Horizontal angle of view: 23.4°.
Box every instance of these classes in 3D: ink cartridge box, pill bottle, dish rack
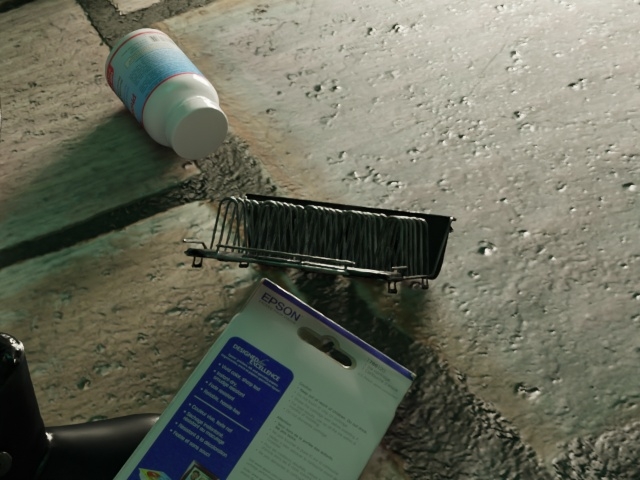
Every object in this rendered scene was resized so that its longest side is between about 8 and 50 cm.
[{"bbox_3d":[-0.065,0.193,1.249,0.165,0.065,0.333,33,51,5],"label":"ink cartridge box"},{"bbox_3d":[-0.164,-0.156,1.668,0.087,0.087,0.160,-23,45,-18],"label":"pill bottle"},{"bbox_3d":[0.000,0.000,1.390,0.208,0.074,0.271,6,1,14],"label":"dish rack"}]

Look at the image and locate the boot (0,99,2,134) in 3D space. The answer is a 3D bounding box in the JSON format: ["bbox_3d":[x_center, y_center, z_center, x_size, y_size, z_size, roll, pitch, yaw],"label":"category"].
[{"bbox_3d":[-0.444,-0.097,1.597,0.208,0.076,0.190,6,64,1],"label":"boot"}]

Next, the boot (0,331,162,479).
[{"bbox_3d":[-0.224,0.155,1.244,0.246,0.207,0.094,-23,45,-19],"label":"boot"}]
